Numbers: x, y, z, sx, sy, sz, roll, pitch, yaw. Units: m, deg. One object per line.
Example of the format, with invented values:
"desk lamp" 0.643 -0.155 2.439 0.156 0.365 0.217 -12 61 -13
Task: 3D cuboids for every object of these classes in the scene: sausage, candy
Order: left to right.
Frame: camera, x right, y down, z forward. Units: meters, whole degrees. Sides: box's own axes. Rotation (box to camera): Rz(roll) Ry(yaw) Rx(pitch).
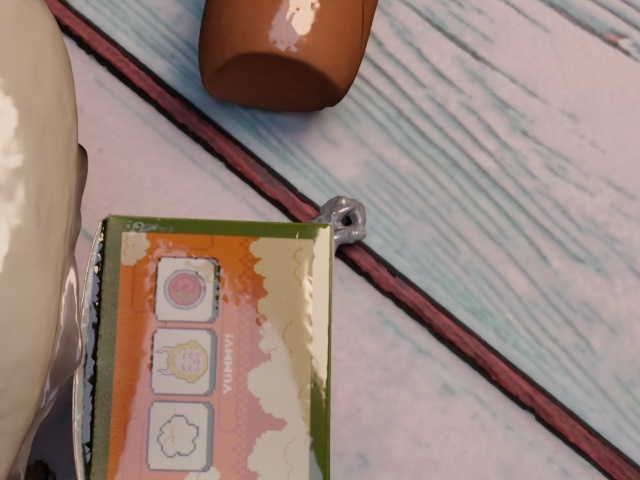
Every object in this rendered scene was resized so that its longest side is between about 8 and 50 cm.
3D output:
"candy" -0.317 0.030 0.900 0.386 0.186 0.427 -17 69 26
"sausage" -0.003 -0.240 1.117 0.121 0.121 0.304 13 72 1

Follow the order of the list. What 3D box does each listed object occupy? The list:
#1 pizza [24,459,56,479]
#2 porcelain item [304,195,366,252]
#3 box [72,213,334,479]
"pizza" -0.220 0.213 0.965 0.052 0.185 0.195 58 45 -20
"porcelain item" 0.000 0.000 1.086 0.083 0.028 0.036 -40 95 -17
"box" -0.071 0.099 0.958 0.148 0.195 0.177 1 72 -3
